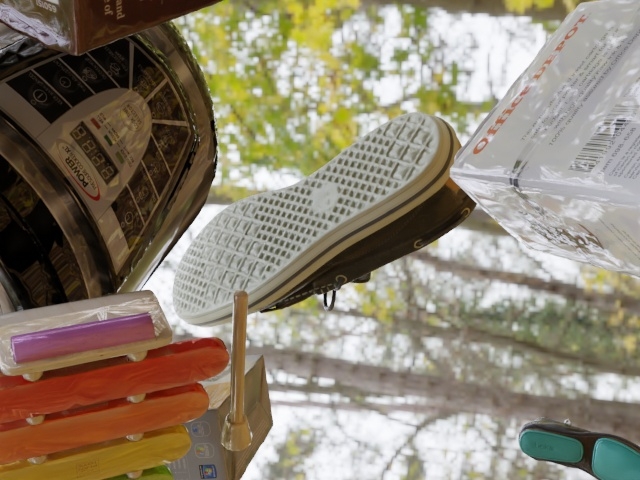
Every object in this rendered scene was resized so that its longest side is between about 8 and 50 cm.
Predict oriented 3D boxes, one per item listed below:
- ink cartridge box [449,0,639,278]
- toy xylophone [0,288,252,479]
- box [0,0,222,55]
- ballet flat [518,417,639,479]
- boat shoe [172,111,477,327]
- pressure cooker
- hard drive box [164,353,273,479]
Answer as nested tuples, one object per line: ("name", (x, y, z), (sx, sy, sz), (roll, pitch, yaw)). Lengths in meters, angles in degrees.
("ink cartridge box", (0.246, -0.081, 0.831), (0.114, 0.273, 0.197), (42, -97, -21))
("toy xylophone", (-0.155, 0.144, 0.859), (0.323, 0.236, 0.081), (90, 160, -48))
("box", (-0.074, -0.291, 0.793), (0.381, 0.143, 0.191), (-30, -44, -39))
("ballet flat", (0.374, 0.287, 1.523), (0.074, 0.203, 0.074), (-40, -44, -53))
("boat shoe", (0.000, 0.000, 1.527), (0.156, 0.500, 0.187), (35, -144, -42))
("pressure cooker", (-0.323, -0.027, 0.991), (0.420, 0.370, 0.375), (-57, -15, -46))
("hard drive box", (-0.185, 0.196, 1.176), (0.181, 0.232, 0.089), (-48, -49, -74))
